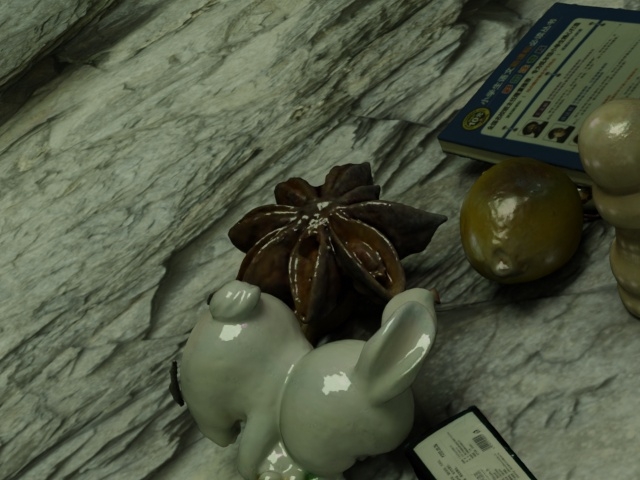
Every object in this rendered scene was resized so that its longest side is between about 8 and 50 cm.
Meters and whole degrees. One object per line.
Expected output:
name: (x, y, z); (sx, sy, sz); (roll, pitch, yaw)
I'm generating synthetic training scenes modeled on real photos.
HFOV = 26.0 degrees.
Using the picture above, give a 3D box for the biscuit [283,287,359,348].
biscuit: (-0.019, 0.066, 1.894); (0.320, 0.047, 0.183); (-40, 37, -21)

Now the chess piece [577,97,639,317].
chess piece: (0.366, -0.046, 1.563); (0.143, 0.260, 0.142); (-22, 31, 14)

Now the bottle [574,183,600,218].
bottle: (0.354, -0.062, 1.789); (0.101, 0.063, 0.047); (-2, 12, 31)

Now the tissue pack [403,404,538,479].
tissue pack: (0.171, 0.259, 1.441); (0.103, 0.090, 0.170); (-31, 31, -5)

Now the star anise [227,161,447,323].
star anise: (0.016, -0.008, 1.843); (0.315, 0.108, 0.315); (-11, 34, 8)

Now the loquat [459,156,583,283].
loquat: (0.247, -0.019, 1.720); (0.152, 0.152, 0.195); (-8, 25, 29)

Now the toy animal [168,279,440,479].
toy animal: (-0.007, 0.157, 1.605); (0.310, 0.247, 0.183); (14, 16, 31)

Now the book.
book: (0.384, -0.197, 1.847); (0.300, 0.039, 0.428); (-48, 35, -16)
